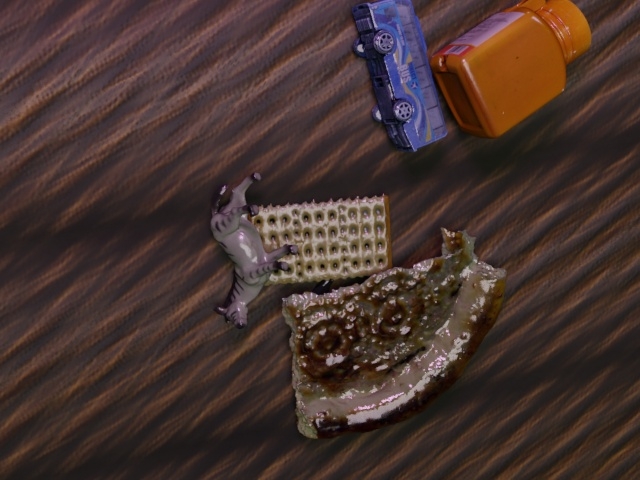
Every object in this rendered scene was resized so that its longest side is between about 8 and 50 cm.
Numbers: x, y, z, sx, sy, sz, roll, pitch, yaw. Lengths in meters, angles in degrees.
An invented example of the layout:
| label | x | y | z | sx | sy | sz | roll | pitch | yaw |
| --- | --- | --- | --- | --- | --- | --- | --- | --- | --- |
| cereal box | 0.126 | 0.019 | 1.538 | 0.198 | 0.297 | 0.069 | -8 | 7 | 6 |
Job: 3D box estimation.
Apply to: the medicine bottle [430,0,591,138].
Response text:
| label | x | y | z | sx | sy | sz | roll | pitch | yaw |
| --- | --- | --- | --- | --- | --- | --- | --- | --- | --- |
| medicine bottle | 0.300 | -0.276 | 1.191 | 0.222 | 0.112 | 0.149 | -35 | 113 | -9 |

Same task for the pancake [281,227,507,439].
| label | x | y | z | sx | sy | sz | roll | pitch | yaw |
| --- | --- | --- | --- | --- | --- | --- | --- | --- | --- |
| pancake | 0.130 | 0.164 | 1.271 | 0.427 | 0.067 | 0.304 | -23 | 115 | -4 |

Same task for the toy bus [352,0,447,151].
| label | x | y | z | sx | sy | sz | roll | pitch | yaw |
| --- | --- | --- | --- | --- | --- | --- | --- | --- | --- |
| toy bus | 0.122 | -0.258 | 1.193 | 0.094 | 0.079 | 0.236 | -24 | 106 | -21 |

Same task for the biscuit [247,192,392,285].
| label | x | y | z | sx | sy | sz | roll | pitch | yaw |
| --- | --- | --- | --- | --- | --- | --- | --- | --- | --- |
| biscuit | 0.000 | 0.000 | 1.243 | 0.232 | 0.016 | 0.139 | -4 | 101 | -3 |

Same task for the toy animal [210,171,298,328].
| label | x | y | z | sx | sy | sz | roll | pitch | yaw |
| --- | --- | --- | --- | --- | --- | --- | --- | --- | --- |
| toy animal | -0.123 | 0.020 | 1.201 | 0.176 | 0.073 | 0.216 | -25 | 89 | 35 |

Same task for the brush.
| label | x | y | z | sx | sy | sz | roll | pitch | yaw |
| --- | --- | --- | --- | --- | --- | --- | --- | --- | --- |
| brush | 0.031 | 0.037 | 1.268 | 0.063 | 0.016 | 0.193 | 32 | 95 | -12 |
